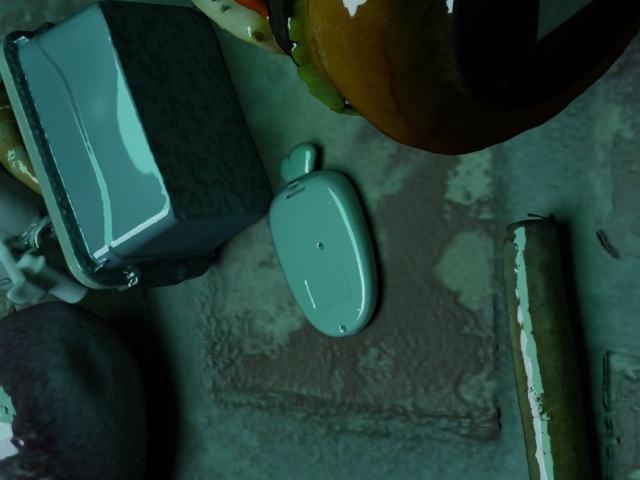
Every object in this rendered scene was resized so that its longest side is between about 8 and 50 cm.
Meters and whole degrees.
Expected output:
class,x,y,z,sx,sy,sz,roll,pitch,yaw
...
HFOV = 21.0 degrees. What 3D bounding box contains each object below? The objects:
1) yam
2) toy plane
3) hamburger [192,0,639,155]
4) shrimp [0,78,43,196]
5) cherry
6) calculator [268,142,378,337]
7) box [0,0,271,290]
class,x,y,z,sx,sy,sz,roll,pitch,yaw
yam,0.156,0.113,1.172,0.046,0.046,0.264,-6,92,46
toy plane,-0.292,-0.021,1.474,0.244,0.244,0.117,42,97,33
hamburger,0.063,-0.227,1.017,0.250,0.330,0.330,35,120,29
shrimp,-0.228,-0.086,1.488,0.053,0.133,0.236,-58,25,16
cherry,-0.246,0.154,1.495,0.213,0.183,0.266,-22,96,54
calculator,0.000,0.000,1.331,0.095,0.021,0.153,-25,82,44
box,-0.147,-0.081,1.377,0.130,0.162,0.227,-29,76,33
